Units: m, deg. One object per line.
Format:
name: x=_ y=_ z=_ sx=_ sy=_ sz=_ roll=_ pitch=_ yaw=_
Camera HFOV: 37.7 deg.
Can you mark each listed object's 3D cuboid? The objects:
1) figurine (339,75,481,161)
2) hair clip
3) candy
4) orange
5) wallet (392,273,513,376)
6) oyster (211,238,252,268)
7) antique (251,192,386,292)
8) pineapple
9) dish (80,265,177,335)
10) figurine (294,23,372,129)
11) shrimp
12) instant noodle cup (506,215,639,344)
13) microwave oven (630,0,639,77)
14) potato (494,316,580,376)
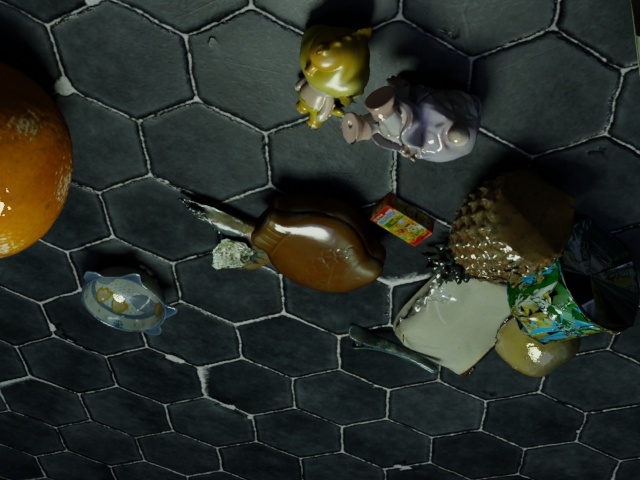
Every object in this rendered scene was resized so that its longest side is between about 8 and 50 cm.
figurine: x=0.167 y=-0.203 z=1.611 sx=0.275 sy=0.200 sz=0.133 roll=0 pitch=124 yaw=-38
hair clip: x=0.170 y=0.262 z=2.209 sx=0.229 sy=0.039 sz=0.070 roll=19 pitch=145 yaw=29
candy: x=0.168 y=-0.041 z=1.920 sx=0.122 sy=0.038 sz=0.062 roll=30 pitch=136 yaw=-21
orange: x=-0.658 y=-0.169 z=1.741 sx=0.423 sy=0.326 sz=0.424 roll=22 pitch=147 yaw=15
wallet: x=0.324 y=0.181 z=2.128 sx=0.274 sy=0.068 sz=0.335 roll=23 pitch=132 yaw=-20
oyster: x=-0.195 y=0.032 z=2.018 sx=0.098 sy=0.037 sz=0.100 roll=2 pitch=148 yaw=9
antique: x=0.000 y=0.000 z=1.935 sx=0.278 sy=0.129 sz=0.223 roll=22 pitch=139 yaw=-13
pineapple: x=0.326 y=-0.002 z=1.845 sx=0.202 sy=0.202 sz=0.362 roll=25 pitch=156 yaw=-16
dish: x=-0.442 y=0.121 z=2.208 sx=0.227 sy=0.086 sz=0.236 roll=-1 pitch=138 yaw=12
figurine: x=0.016 y=-0.286 z=1.620 sx=0.156 sy=0.131 sz=0.246 roll=55 pitch=153 yaw=9
shrimp: x=-0.224 y=-0.001 z=2.046 sx=0.261 sy=0.051 sz=0.198 roll=26 pitch=138 yaw=-21
instant noodle cup: x=0.498 y=0.098 z=1.882 sx=0.240 sy=0.240 sz=0.178 roll=30 pitch=146 yaw=-21
microwave oven: x=0.593 y=-0.281 z=1.468 sx=0.193 sy=0.145 sz=0.241 roll=-9 pitch=136 yaw=18
potato: x=0.491 y=0.242 z=2.080 sx=0.202 sy=0.117 sz=0.182 roll=-31 pitch=140 yaw=20
